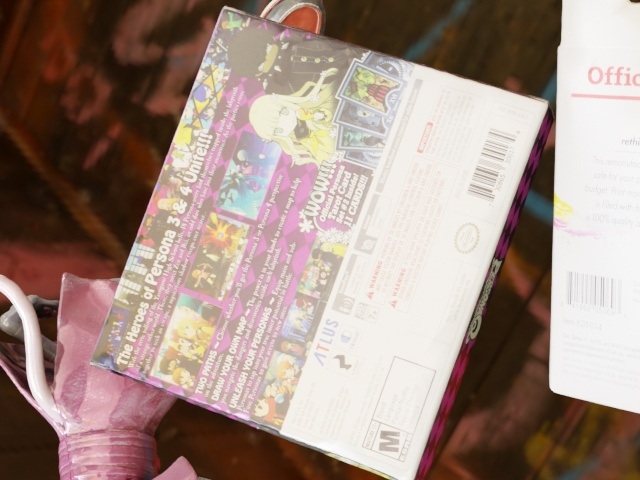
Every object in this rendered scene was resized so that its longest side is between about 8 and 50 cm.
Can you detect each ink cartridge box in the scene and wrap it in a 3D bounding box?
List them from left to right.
[{"bbox_3d":[0.289,-0.047,1.230,0.119,0.353,0.207,-7,-169,-40],"label":"ink cartridge box"}]

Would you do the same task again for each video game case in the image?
[{"bbox_3d":[0.000,0.000,0.945,0.210,0.232,0.042,18,175,17],"label":"video game case"}]

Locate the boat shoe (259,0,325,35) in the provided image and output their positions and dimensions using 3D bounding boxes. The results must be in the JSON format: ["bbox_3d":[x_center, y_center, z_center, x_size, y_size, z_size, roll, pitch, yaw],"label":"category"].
[{"bbox_3d":[-0.031,-0.116,1.144,0.049,0.137,0.043,13,-142,-23],"label":"boat shoe"}]

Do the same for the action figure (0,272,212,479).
[{"bbox_3d":[-0.206,0.206,1.587,0.276,0.248,0.370,18,-125,-44],"label":"action figure"}]
